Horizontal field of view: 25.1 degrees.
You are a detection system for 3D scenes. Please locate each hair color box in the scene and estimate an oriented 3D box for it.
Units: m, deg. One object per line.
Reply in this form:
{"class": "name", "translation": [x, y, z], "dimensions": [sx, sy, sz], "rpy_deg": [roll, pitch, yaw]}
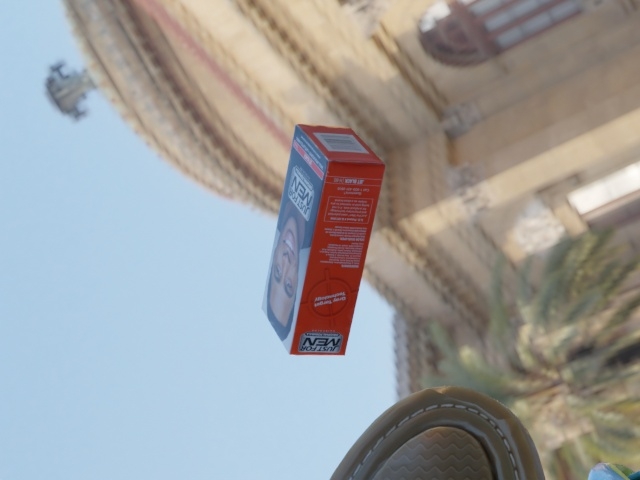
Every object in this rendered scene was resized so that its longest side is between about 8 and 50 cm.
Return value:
{"class": "hair color box", "translation": [0.000, 0.000, 0.966], "dimensions": [0.043, 0.141, 0.072], "rpy_deg": [2, -157, -21]}

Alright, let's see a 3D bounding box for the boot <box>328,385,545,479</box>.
{"class": "boot", "translation": [0.084, 0.197, 0.588], "dimensions": [0.220, 0.109, 0.284], "rpy_deg": [3, -95, -57]}

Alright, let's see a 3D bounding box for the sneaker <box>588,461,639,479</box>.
{"class": "sneaker", "translation": [0.170, 0.256, 0.895], "dimensions": [0.127, 0.208, 0.319], "rpy_deg": [43, 161, 25]}
